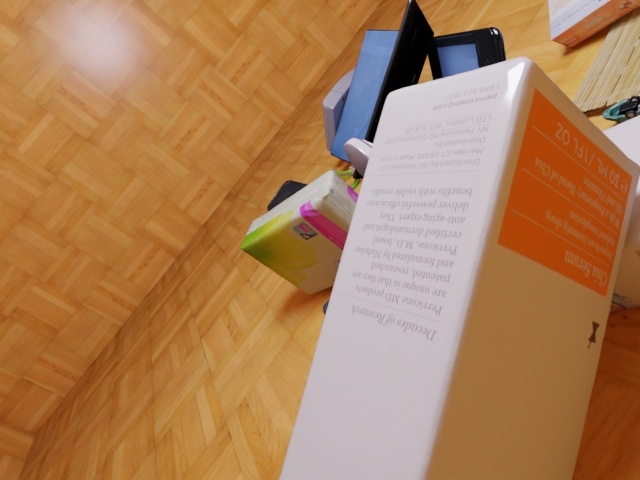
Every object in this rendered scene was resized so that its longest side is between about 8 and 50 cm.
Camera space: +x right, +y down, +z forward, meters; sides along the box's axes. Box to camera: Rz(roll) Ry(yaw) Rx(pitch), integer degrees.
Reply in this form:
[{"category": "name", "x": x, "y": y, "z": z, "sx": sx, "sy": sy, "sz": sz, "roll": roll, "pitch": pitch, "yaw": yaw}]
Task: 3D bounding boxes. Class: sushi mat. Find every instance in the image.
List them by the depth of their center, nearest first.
[{"category": "sushi mat", "x": 0.552, "y": -0.343, "z": 0.787, "sx": 0.316, "sy": 0.019, "sz": 0.151, "roll": -57, "pitch": 23, "yaw": -15}]

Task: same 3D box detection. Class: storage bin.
[{"category": "storage bin", "x": -0.055, "y": -0.098, "z": 1.354, "sx": 0.180, "sy": 0.084, "sz": 0.122, "roll": 19, "pitch": 69, "yaw": 41}]

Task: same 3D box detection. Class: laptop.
[{"category": "laptop", "x": 0.110, "y": -0.376, "z": 1.165, "sx": 0.408, "sy": 0.236, "sz": 0.382, "roll": -21, "pitch": -50, "yaw": -66}]

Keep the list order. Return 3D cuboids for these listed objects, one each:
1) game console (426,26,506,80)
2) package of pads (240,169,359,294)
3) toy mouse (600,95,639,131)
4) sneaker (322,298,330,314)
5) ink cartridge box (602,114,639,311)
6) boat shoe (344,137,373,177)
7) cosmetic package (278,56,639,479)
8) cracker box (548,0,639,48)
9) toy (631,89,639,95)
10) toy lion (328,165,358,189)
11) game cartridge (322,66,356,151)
[{"category": "game console", "x": 0.261, "y": -0.299, "z": 0.990, "sx": 0.173, "sy": 0.250, "sz": 0.293, "roll": -22, "pitch": 23, "yaw": -5}, {"category": "package of pads", "x": 0.000, "y": 0.000, "z": 1.008, "sx": 0.296, "sy": 0.229, "sz": 0.101, "roll": -26, "pitch": 36, "yaw": 42}, {"category": "toy mouse", "x": 0.466, "y": -0.170, "z": 0.669, "sx": 0.143, "sy": 0.031, "sz": 0.161, "roll": -43, "pitch": 25, "yaw": 19}, {"category": "sneaker", "x": 0.053, "y": 0.120, "z": 0.926, "sx": 0.170, "sy": 0.075, "sz": 0.063, "roll": -20, "pitch": 38, "yaw": 50}, {"category": "ink cartridge box", "x": 0.330, "y": -0.017, "z": 0.577, "sx": 0.278, "sy": 0.117, "sz": 0.201, "roll": -25, "pitch": 34, "yaw": 45}, {"category": "boat shoe", "x": 0.166, "y": -0.137, "z": 0.936, "sx": 0.084, "sy": 0.258, "sz": 0.095, "roll": -47, "pitch": -10, "yaw": -16}, {"category": "cosmetic package", "x": 0.133, "y": 0.101, "z": 0.435, "sx": 0.161, "sy": 0.230, "sz": 0.453, "roll": 9, "pitch": 82, "yaw": 55}, {"category": "cracker box", "x": 0.533, "y": -0.528, "z": 0.891, "sx": 0.156, "sy": 0.067, "sz": 0.232, "roll": 157, "pitch": 120, "yaw": -65}, {"category": "toy", "x": 0.514, "y": -0.268, "z": 0.563, "sx": 0.137, "sy": 0.056, "sz": 0.237, "roll": -31, "pitch": -2, "yaw": -1}, {"category": "toy lion", "x": 0.063, "y": -0.166, "z": 1.336, "sx": 0.100, "sy": 0.096, "sz": 0.034, "roll": -8, "pitch": 27, "yaw": -4}, {"category": "game cartridge", "x": 0.106, "y": -0.450, "z": 1.489, "sx": 0.062, "sy": 0.198, "sz": 0.297, "roll": 22, "pitch": 53, "yaw": 29}]
